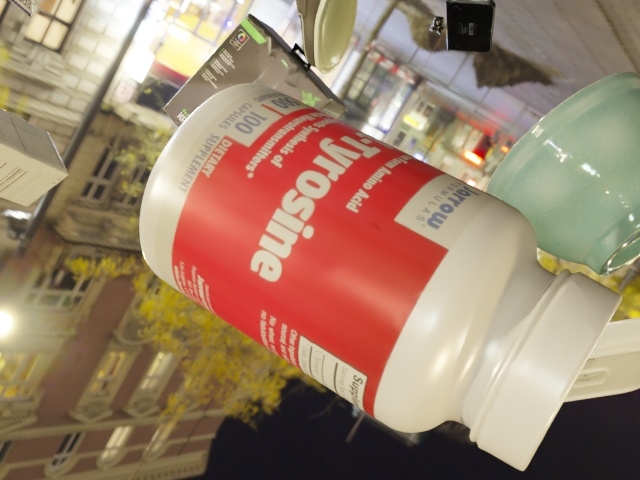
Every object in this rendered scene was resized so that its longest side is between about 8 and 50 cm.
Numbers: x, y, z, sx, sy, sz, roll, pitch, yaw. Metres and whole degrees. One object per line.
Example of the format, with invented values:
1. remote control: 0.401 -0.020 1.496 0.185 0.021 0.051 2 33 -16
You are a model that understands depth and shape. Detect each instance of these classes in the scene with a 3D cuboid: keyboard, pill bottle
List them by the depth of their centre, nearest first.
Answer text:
1. pill bottle: 0.050 0.030 0.718 0.407 0.229 0.229 29 -170 21
2. keyboard: 0.240 -0.368 1.290 0.108 0.023 0.180 7 169 12

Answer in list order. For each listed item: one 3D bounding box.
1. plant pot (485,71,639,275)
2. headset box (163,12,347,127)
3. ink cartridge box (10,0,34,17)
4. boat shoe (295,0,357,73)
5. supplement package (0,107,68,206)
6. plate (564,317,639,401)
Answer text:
1. plant pot: 0.424 -0.074 1.135 0.196 0.293 0.293 55 -159 24
2. headset box: -0.122 -0.270 1.522 0.246 0.283 0.131 49 -166 10
3. ink cartridge box: -0.523 -0.560 1.147 0.071 0.330 0.324 6 172 11
4. boat shoe: 0.002 -0.329 0.964 0.068 0.228 0.081 24 -145 28
5. supplement package: -0.704 -0.192 1.673 0.139 0.133 0.244 58 -170 21
6. plate: 0.451 0.220 1.306 0.278 0.277 0.045 59 -156 -55
